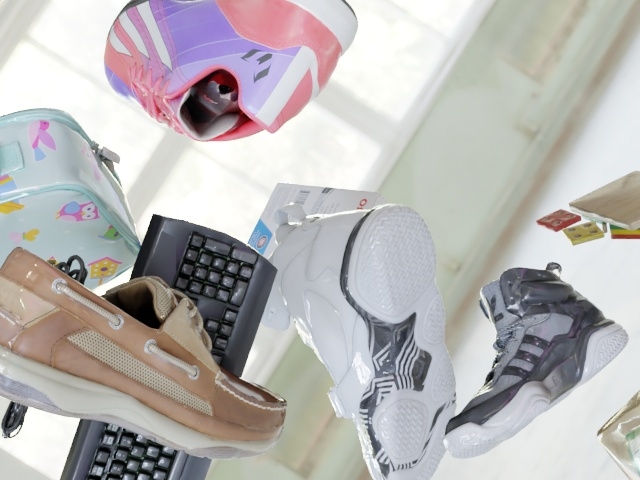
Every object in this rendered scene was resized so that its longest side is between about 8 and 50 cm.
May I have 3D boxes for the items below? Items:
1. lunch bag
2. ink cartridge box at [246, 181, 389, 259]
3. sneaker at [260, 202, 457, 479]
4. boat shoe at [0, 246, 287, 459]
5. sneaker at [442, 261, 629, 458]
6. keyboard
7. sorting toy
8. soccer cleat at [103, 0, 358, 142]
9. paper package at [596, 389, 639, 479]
[{"bbox_3d":[-0.314,-0.017,1.366,0.279,0.108,0.224,-19,-29,5],"label":"lunch bag"},{"bbox_3d":[0.000,0.000,2.093,0.190,0.082,0.140,9,63,37],"label":"ink cartridge box"},{"bbox_3d":[0.038,0.123,1.753,0.137,0.210,0.366,-25,-64,-43],"label":"sneaker"},{"bbox_3d":[-0.134,0.090,1.163,0.123,0.324,0.116,22,88,42],"label":"boat shoe"},{"bbox_3d":[0.208,0.126,1.646,0.268,0.153,0.101,-30,-14,-29],"label":"sneaker"},{"bbox_3d":[-0.175,0.129,1.281,0.033,0.201,0.317,-146,74,-76],"label":"keyboard"},{"bbox_3d":[0.434,-0.039,2.069,0.274,0.046,0.132,-24,25,-25],"label":"sorting toy"},{"bbox_3d":[-0.097,-0.126,1.128,0.318,0.108,0.116,-2,54,56],"label":"soccer cleat"},{"bbox_3d":[0.420,0.165,1.044,0.309,0.325,0.168,-31,-16,-20],"label":"paper package"}]
